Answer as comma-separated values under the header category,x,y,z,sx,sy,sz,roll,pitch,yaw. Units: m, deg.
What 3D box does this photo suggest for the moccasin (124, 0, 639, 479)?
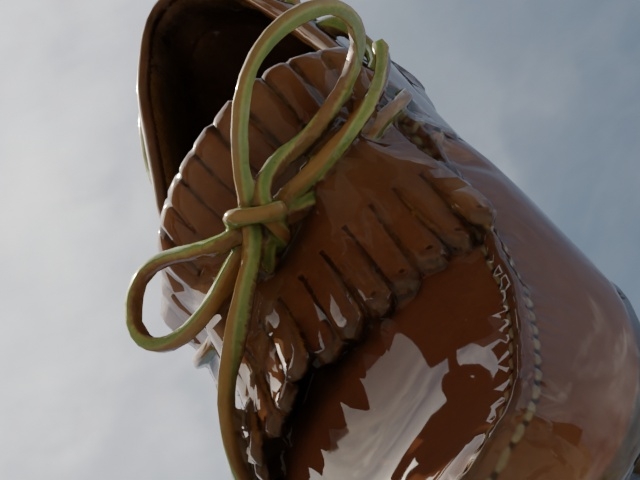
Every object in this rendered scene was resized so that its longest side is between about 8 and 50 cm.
category,x,y,z,sx,sy,sz,roll,pitch,yaw
moccasin,0.002,-0.002,0.653,0.147,0.380,0.139,35,-71,-24
